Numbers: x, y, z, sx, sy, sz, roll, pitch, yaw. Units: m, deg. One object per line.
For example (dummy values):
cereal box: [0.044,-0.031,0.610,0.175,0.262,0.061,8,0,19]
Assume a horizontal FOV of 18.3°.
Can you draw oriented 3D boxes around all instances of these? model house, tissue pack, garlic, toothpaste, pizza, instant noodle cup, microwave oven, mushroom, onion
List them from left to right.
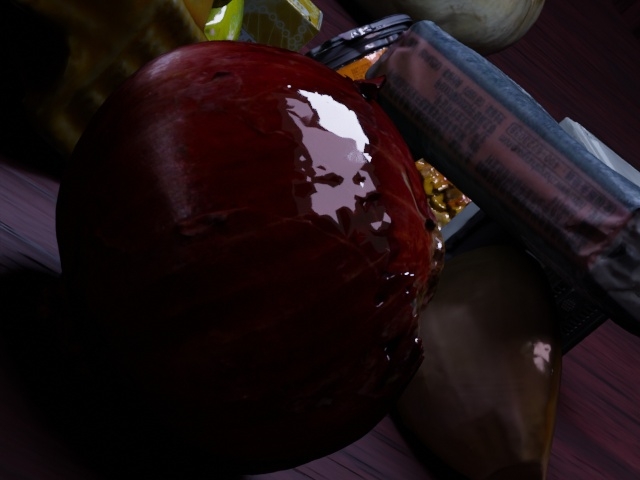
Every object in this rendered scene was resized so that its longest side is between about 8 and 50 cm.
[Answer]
model house: [-0.169,-0.180,1.404,0.173,0.239,0.268,10,-19,20]
toothpaste: [-0.134,-0.292,1.915,0.313,0.089,0.071,43,22,-15]
onion: [-0.050,0.015,1.231,0.276,0.276,0.276,42,18,-18]
instant noodle cup: [0.030,-0.113,1.819,0.125,0.177,0.208,62,5,2]
mushroom: [0.140,-0.389,2.485,0.352,0.260,0.352,41,15,-13]
pizza: [0.132,-0.080,2.103,0.229,0.081,0.289,42,20,-18]
garlic: [0.136,0.101,1.705,0.338,0.151,0.196,-78,151,-78]
microwave oven: [0.224,0.013,1.909,0.162,0.208,0.122,32,23,-41]
tissue pack: [0.198,-0.039,1.672,0.228,0.103,0.316,36,7,-47]

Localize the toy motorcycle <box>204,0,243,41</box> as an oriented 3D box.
toy motorcycle: [-0.122,-0.228,1.672,0.142,0.206,0.342,26,11,-23]
